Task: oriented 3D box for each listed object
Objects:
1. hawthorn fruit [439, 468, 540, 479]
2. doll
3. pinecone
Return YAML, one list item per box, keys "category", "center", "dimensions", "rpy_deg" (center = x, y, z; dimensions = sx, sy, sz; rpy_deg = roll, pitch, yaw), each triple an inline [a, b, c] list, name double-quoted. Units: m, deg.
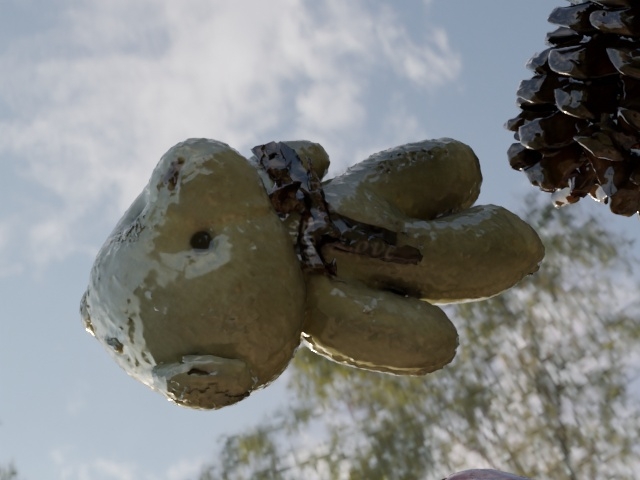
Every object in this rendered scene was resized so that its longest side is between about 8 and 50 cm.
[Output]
- category: "hawthorn fruit"
  center: [0.157, 0.267, 0.815]
  dimensions: [0.299, 0.211, 0.211]
  rpy_deg: [25, -66, -2]
- category: "doll"
  center: [-0.002, -0.003, 0.787]
  dimensions: [0.278, 0.175, 0.149]
  rpy_deg: [-17, -69, -26]
- category: "pinecone"
  center: [0.227, -0.106, 0.926]
  dimensions: [0.204, 0.179, 0.184]
  rpy_deg: [-46, -31, 9]
